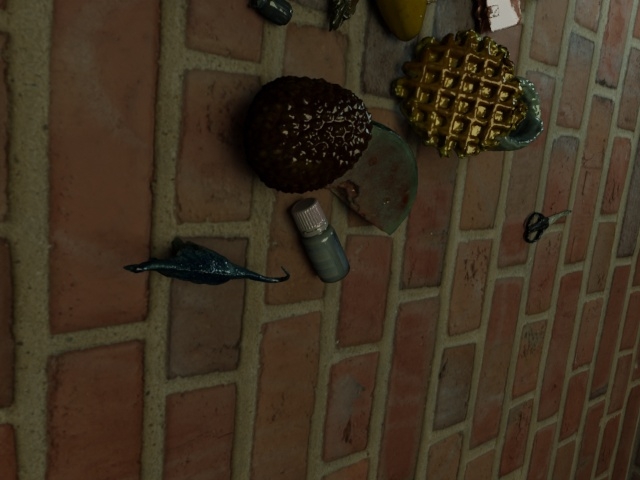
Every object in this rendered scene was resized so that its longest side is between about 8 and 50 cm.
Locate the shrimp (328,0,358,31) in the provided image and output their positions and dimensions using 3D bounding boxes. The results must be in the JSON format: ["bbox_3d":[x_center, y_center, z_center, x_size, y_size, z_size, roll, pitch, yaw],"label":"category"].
[{"bbox_3d":[0.048,-0.606,1.112,0.169,0.058,0.296,28,79,-33],"label":"shrimp"}]

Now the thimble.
[{"bbox_3d":[0.500,-0.352,1.436,0.250,0.171,0.205,6,95,-36],"label":"thimble"}]

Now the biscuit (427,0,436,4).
[{"bbox_3d":[0.270,-0.655,1.289,0.120,0.015,0.120,-10,107,-36],"label":"biscuit"}]

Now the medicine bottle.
[{"bbox_3d":[0.000,0.000,1.196,0.083,0.083,0.203,-38,122,-24],"label":"medicine bottle"}]

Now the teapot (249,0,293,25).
[{"bbox_3d":[-0.095,-0.476,1.033,0.083,0.049,0.064,19,89,-38],"label":"teapot"}]

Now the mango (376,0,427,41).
[{"bbox_3d":[0.188,-0.563,1.200,0.137,0.098,0.195,-34,132,-26],"label":"mango"}]

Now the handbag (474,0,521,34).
[{"bbox_3d":[0.478,-0.687,1.412,0.157,0.059,0.213,-27,114,-31],"label":"handbag"}]

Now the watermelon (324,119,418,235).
[{"bbox_3d":[0.101,-0.154,1.234,0.226,0.148,0.319,-25,130,-11],"label":"watermelon"}]

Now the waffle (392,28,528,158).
[{"bbox_3d":[0.350,-0.369,1.280,0.302,0.068,0.325,-32,96,2],"label":"waffle"}]

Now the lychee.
[{"bbox_3d":[-0.032,-0.213,1.026,0.236,0.271,0.236,-9,90,-74],"label":"lychee"}]

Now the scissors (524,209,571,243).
[{"bbox_3d":[0.819,-0.069,1.841,0.299,0.022,0.109,-18,115,-33],"label":"scissors"}]

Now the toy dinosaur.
[{"bbox_3d":[-0.230,0.052,1.003,0.362,0.147,0.077,11,96,-46],"label":"toy dinosaur"}]
